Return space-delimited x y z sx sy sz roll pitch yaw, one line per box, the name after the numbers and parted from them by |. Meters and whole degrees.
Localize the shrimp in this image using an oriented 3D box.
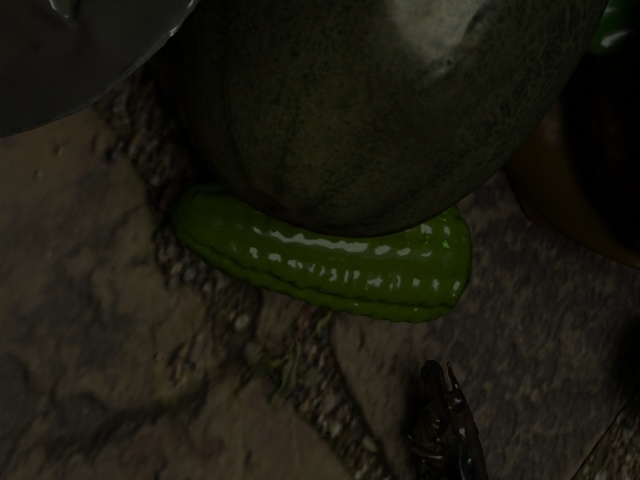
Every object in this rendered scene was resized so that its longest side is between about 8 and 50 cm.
0.076 0.209 0.895 0.143 0.052 0.251 -16 107 -26 | shrimp

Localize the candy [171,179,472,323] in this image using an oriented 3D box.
0.000 0.000 0.791 0.209 0.097 0.097 11 92 -25 | candy

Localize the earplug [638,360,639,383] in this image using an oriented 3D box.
0.408 0.150 1.037 0.324 0.185 0.185 24 85 -25 | earplug

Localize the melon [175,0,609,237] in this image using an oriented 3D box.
0.044 -0.159 0.696 0.248 0.248 0.329 27 83 -32 | melon

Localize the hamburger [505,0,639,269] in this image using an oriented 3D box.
0.344 -0.137 0.872 0.396 0.277 0.396 -6 102 -30 | hamburger

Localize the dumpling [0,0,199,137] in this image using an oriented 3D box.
-0.138 -0.178 0.609 0.163 0.204 0.293 39 86 -19 | dumpling
